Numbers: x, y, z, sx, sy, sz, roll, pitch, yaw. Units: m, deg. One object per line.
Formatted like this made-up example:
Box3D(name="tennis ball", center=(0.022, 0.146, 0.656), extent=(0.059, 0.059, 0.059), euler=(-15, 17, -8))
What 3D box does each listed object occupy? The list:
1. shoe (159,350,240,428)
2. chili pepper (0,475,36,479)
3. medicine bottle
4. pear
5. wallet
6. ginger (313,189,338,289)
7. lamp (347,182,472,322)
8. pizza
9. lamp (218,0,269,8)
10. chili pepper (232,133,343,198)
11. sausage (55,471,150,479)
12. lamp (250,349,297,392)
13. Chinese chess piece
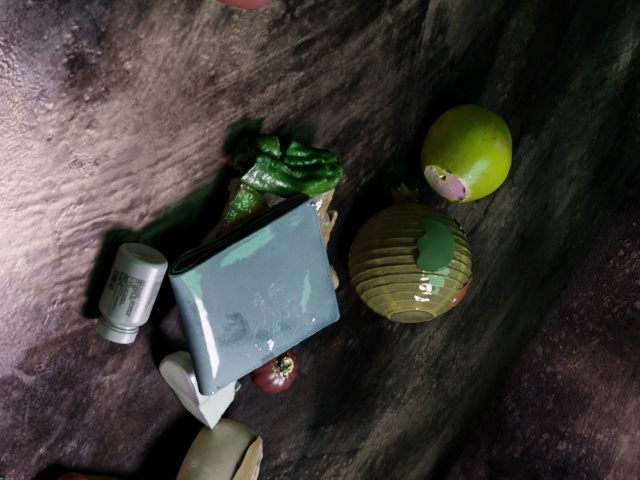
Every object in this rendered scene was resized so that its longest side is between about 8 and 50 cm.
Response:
Box3D(name="shoe", center=(-0.203, 0.234, 2.049), extent=(0.110, 0.095, 0.265), euler=(-48, 159, -20))
Box3D(name="chili pepper", center=(-0.483, 0.510, 1.768), extent=(0.251, 0.229, 0.305), euler=(-44, 159, -32))
Box3D(name="medicine bottle", center=(-0.288, 0.080, 1.767), extent=(0.079, 0.079, 0.140), euler=(-5, 122, -57))
Box3D(name="pear", center=(0.300, -0.185, 2.370), extent=(0.219, 0.187, 0.187), euler=(-55, 153, -26))
Box3D(name="wallet", center=(-0.105, 0.089, 1.902), extent=(0.290, 0.054, 0.251), euler=(-29, 125, -29))
Box3D(name="ginger", center=(0.000, 0.000, 2.177), extent=(0.089, 0.075, 0.288), euler=(-45, 145, -34))
Box3D(name="lamp", center=(0.174, 0.021, 2.321), extent=(0.250, 0.250, 0.284), euler=(40, 43, -62))
Box3D(name="pizza", center=(-0.148, 0.001, 1.922), extent=(0.188, 0.081, 0.204), euler=(-37, 127, -25))
Box3D(name="lamp", center=(-0.085, -0.394, 1.565), extent=(0.182, 0.140, 0.182), euler=(-34, 146, -27))
Box3D(name="chili pepper", center=(-0.054, -0.116, 1.941), extent=(0.253, 0.083, 0.099), euler=(5, 70, -57))
Box3D(name="sausage", center=(-0.356, 0.456, 2.009), extent=(0.097, 0.094, 0.348), euler=(-59, 153, -1))
Box3D(name="lamp", center=(-0.091, 0.240, 2.235), extent=(0.101, 0.090, 0.101), euler=(11, 73, -38))
Box3D(name="Chinese chess piece", center=(-0.196, 0.459, 2.185), extent=(0.257, 0.104, 0.257), euler=(19, 90, -79))
